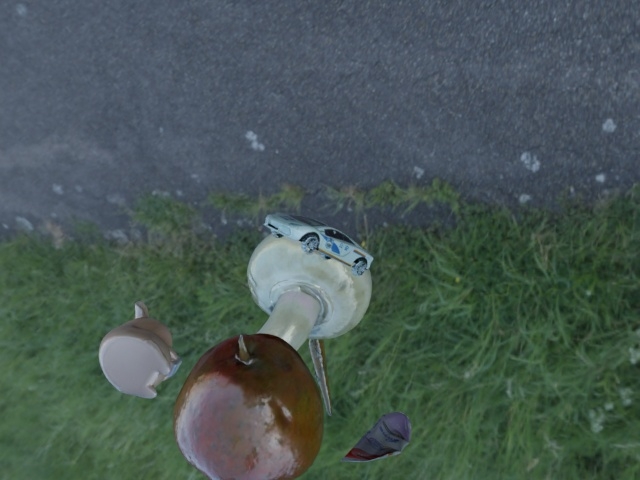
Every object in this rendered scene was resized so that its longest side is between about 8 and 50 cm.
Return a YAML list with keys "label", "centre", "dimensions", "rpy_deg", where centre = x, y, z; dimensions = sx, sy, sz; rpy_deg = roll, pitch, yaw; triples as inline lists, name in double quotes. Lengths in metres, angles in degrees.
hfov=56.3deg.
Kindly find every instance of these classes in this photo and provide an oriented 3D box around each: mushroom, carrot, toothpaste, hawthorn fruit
- label: "mushroom"
  centre: [-0.042, 0.135, 1.484]
  dimensions: [0.315, 0.356, 0.315]
  rpy_deg: [28, -177, -2]
- label: "carrot"
  centre: [0.005, 0.389, 1.734]
  dimensions: [0.049, 0.049, 0.255]
  rpy_deg: [-8, 96, 34]
- label: "toothpaste"
  centre: [0.120, 0.362, 1.096]
  dimensions: [0.075, 0.048, 0.301]
  rpy_deg: [17, -178, 20]
- label: "hawthorn fruit"
  centre: [-0.122, 0.283, 1.068]
  dimensions: [0.276, 0.277, 0.298]
  rpy_deg: [11, 121, 18]

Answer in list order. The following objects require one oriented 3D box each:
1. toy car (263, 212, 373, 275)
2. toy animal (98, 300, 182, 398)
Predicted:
- label: "toy car"
  centre: [0.000, 0.000, 0.939]
  dimensions: [0.204, 0.056, 0.095]
  rpy_deg: [27, 180, -42]
- label: "toy animal"
  centre: [-0.489, 0.305, 1.650]
  dimensions: [0.212, 0.195, 0.256]
  rpy_deg: [26, -179, 0]
